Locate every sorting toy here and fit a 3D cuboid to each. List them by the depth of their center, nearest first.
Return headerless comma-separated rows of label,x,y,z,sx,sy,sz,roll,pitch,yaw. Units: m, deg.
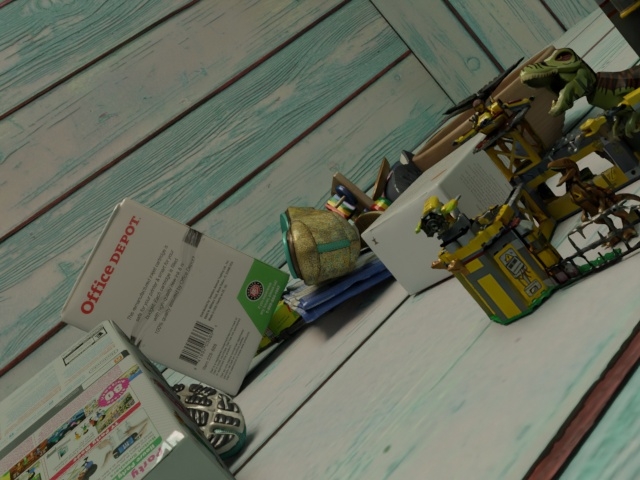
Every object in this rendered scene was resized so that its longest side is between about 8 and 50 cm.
sorting toy,0.062,-0.046,1.122,0.046,0.132,0.274,-48,-6,-8

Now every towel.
towel,0.041,0.056,0.965,0.209,0.034,0.285,-28,4,-9

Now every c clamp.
c clamp,-0.016,0.125,1.027,0.161,0.022,0.137,-38,-2,29

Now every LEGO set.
LEGO set,0.187,-0.112,0.438,0.255,0.192,0.331,-43,5,-41

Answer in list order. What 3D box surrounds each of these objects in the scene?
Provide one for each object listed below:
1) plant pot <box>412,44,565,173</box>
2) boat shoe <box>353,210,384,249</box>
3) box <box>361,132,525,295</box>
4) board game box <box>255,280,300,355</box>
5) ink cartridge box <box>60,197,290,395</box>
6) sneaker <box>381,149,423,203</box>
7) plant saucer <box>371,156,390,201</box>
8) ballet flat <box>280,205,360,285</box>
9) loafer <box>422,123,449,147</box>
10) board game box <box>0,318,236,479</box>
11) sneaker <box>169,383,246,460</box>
plant pot,0.252,-0.148,0.867,0.237,0.109,0.237,-39,4,3
boat shoe,0.084,-0.016,1.002,0.048,0.056,0.153,-25,-7,-28
box,0.151,-0.038,0.703,0.170,0.091,0.130,-43,5,-41
board game box,-0.074,0.141,1.200,0.092,0.043,0.181,-38,4,36
ink cartridge box,-0.227,0.091,1.004,0.211,0.289,0.121,-65,9,-12
sneaker,0.160,-0.071,1.145,0.131,0.112,0.319,-63,-3,20
plant saucer,0.105,-0.104,1.083,0.083,0.015,0.083,16,-90,-89
ballet flat,0.000,0.000,0.963,0.123,0.123,0.348,-40,6,0
loafer,0.281,-0.187,1.111,0.223,0.076,0.078,-26,12,-9
board game box,-0.231,0.219,0.587,0.224,0.097,0.303,-41,27,-15
sneaker,-0.197,0.247,0.728,0.275,0.110,0.107,-20,29,22
